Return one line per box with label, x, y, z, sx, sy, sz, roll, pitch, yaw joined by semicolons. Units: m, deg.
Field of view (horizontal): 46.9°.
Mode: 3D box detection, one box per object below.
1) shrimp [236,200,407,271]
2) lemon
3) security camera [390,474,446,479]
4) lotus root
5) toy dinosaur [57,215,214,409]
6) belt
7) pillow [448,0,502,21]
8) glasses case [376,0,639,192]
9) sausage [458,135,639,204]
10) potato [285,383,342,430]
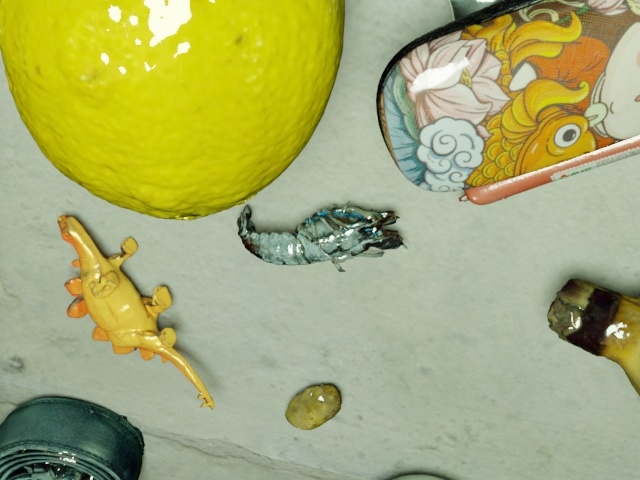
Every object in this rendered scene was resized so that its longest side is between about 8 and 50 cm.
shrimp;-0.002;0.004;0.745;0.174;0.076;0.082;-1;148;13
lemon;-0.106;-0.146;0.544;0.245;0.245;0.319;14;138;1
security camera;0.151;0.404;0.942;0.236;0.194;0.194;37;125;-16
lotus root;0.368;0.103;0.676;0.310;0.182;0.182;13;128;6
toy dinosaur;-0.226;0.091;0.860;0.117;0.070;0.288;-13;120;33
belt;-0.373;0.334;1.040;0.206;0.116;0.267;34;123;-20
pillow;0.142;-0.156;0.605;0.091;0.055;0.135;17;129;22
glasses case;0.198;-0.132;0.547;0.321;0.082;0.122;-20;124;0
sausage;0.241;-0.079;0.654;0.253;0.034;0.034;-18;121;25
potato;-0.008;0.206;0.916;0.083;0.040;0.051;-36;104;29
